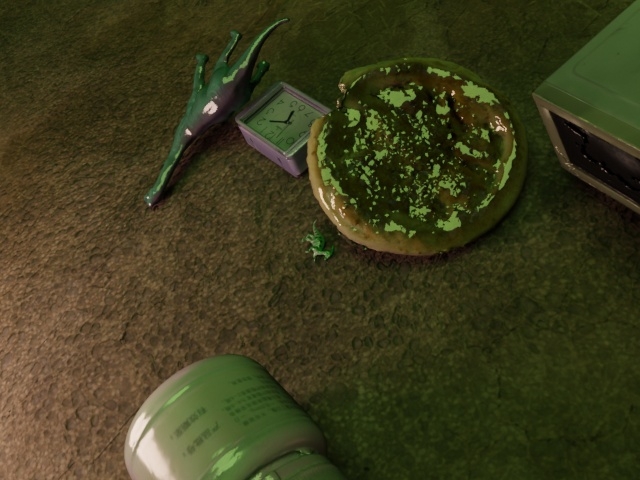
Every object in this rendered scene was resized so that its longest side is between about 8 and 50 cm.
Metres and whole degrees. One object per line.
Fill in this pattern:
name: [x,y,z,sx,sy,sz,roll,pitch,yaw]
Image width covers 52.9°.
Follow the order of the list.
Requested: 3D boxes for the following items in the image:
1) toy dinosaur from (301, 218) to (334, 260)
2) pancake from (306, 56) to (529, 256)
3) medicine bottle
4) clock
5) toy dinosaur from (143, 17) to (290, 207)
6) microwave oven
toy dinosaur: [0.000,0.000,1.188,0.062,0.021,0.083,16,68,20]
pancake: [0.156,-0.150,1.112,0.383,0.071,0.381,0,79,1]
medicine bottle: [-0.094,0.328,0.864,0.241,0.241,0.302,-43,54,-11]
clock: [-0.067,-0.234,1.337,0.145,0.073,0.193,-44,54,-12]
toy dinosaur: [-0.221,-0.254,1.326,0.384,0.129,0.330,-23,45,45]
microwave oven: [0.533,-0.156,0.896,0.286,0.218,0.355,-42,43,1]
